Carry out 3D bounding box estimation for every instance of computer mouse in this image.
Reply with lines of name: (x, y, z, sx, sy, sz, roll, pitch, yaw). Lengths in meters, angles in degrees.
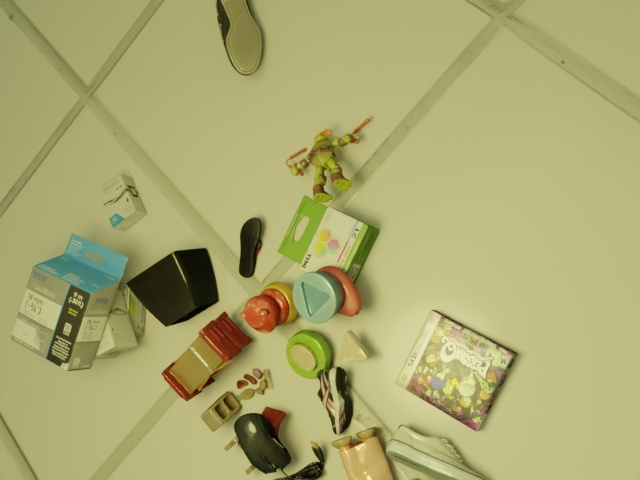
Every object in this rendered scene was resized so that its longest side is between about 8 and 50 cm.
computer mouse: (-0.098, 0.538, 1.672, 0.184, 0.060, 0.262, -21, 111, 7)

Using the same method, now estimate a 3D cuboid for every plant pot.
plant pot: (-0.407, 0.142, 1.903, 0.188, 0.187, 0.167, -31, 82, 17)

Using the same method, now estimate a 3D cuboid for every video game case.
video game case: (0.327, 0.312, 1.605, 0.232, 0.042, 0.210, 28, 95, 26)

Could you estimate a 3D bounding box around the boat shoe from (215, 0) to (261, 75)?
boat shoe: (-0.252, -0.645, 2.014, 0.112, 0.095, 0.335, -11, 79, -14)

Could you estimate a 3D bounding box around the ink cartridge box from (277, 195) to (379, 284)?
ink cartridge box: (0.000, 0.000, 1.777, 0.255, 0.097, 0.189, 27, 93, 25)

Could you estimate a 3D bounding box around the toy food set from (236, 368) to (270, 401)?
toy food set: (-0.188, 0.399, 1.841, 0.122, 0.019, 0.078, -22, 75, 30)

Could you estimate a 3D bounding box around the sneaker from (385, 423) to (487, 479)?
sneaker: (0.287, 0.516, 1.564, 0.258, 0.094, 0.091, 24, 59, 13)

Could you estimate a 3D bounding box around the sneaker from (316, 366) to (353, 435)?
sneaker: (0.032, 0.410, 1.703, 0.077, 0.072, 0.178, -2, 94, 35)

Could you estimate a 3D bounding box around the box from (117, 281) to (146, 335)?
box: (-0.685, 0.211, 2.062, 0.289, 0.087, 0.169, 0, 82, 24)

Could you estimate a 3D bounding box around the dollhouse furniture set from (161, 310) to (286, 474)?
dollhouse furniture set: (-0.227, 0.409, 1.790, 0.374, 0.152, 0.201, 47, 113, 4)

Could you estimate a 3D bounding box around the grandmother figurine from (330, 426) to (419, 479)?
grandmother figurine: (0.150, 0.637, 1.606, 0.207, 0.104, 0.343, -21, 75, 8)

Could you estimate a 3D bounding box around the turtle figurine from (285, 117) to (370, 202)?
turtle figurine: (0.023, -0.222, 1.778, 0.269, 0.087, 0.217, -23, 54, 16)

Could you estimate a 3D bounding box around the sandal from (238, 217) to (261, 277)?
sandal: (-0.200, 0.019, 1.903, 0.067, 0.040, 0.179, 16, 103, 31)

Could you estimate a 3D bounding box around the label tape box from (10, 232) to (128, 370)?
label tape box: (-0.710, 0.164, 1.855, 0.240, 0.106, 0.334, 19, 92, 25)

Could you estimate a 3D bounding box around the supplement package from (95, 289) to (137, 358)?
supplement package: (-0.628, 0.244, 1.924, 0.105, 0.105, 0.179, -28, 73, 19)

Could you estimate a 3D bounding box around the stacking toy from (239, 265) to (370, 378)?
stacking toy: (-0.043, 0.224, 1.684, 0.309, 0.130, 0.280, -24, 87, 35)

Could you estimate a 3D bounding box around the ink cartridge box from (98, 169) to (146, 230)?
ink cartridge box: (-0.642, -0.135, 2.114, 0.104, 0.060, 0.180, -34, 69, 17)
